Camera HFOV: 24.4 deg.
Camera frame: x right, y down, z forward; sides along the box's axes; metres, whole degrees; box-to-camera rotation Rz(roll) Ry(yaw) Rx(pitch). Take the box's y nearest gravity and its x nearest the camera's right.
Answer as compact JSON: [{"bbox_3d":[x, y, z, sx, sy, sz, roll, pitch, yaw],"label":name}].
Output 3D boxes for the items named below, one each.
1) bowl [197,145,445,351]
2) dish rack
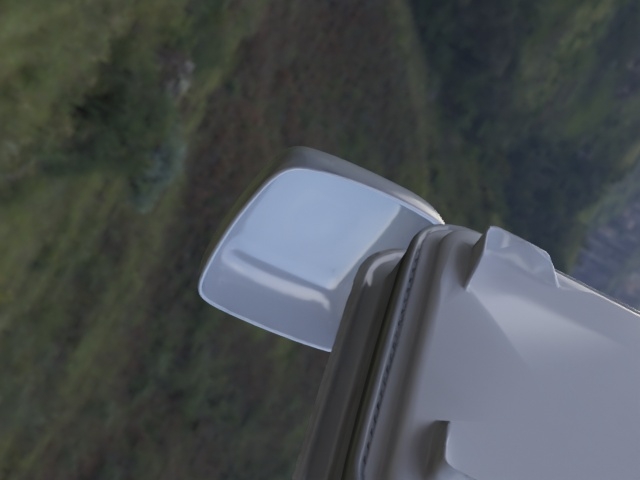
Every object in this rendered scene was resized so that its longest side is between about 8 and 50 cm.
[{"bbox_3d":[0.000,0.000,1.002,0.142,0.142,0.053,-51,-152,33],"label":"bowl"},{"bbox_3d":[0.162,0.121,0.738,0.072,0.333,0.285,-59,-174,34],"label":"dish rack"}]
